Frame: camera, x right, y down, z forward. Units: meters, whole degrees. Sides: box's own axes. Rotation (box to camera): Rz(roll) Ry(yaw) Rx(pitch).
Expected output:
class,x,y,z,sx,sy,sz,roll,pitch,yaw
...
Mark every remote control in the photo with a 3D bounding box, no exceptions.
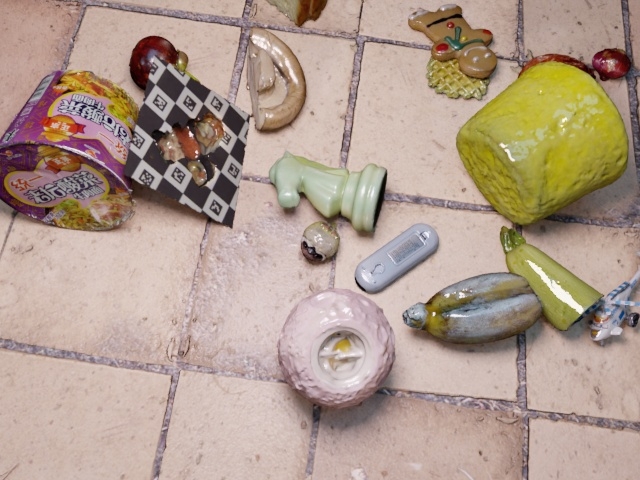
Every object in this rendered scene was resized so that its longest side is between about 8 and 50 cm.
class,x,y,z,sx,sy,sz,roll,pitch,yaw
remote control,0.190,0.041,1.529,0.244,0.047,0.087,-35,77,-14

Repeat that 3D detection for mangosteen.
class,x,y,z,sx,sy,sz,roll,pitch,yaw
mangosteen,-0.413,-0.464,1.639,0.181,0.146,0.156,8,66,0

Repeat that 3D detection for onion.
class,x,y,z,sx,sy,sz,roll,pitch,yaw
onion,0.824,-0.499,1.757,0.107,0.097,0.107,8,31,-5

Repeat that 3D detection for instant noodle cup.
class,x,y,z,sx,sy,sz,roll,pitch,yaw
instant noodle cup,-0.577,-0.217,1.461,0.340,0.340,0.266,6,57,-1

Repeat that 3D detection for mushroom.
class,x,y,z,sx,sy,sz,roll,pitch,yaw
mushroom,-0.113,-0.429,1.650,0.151,0.156,0.286,-5,80,-18

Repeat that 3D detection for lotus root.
class,x,y,z,sx,sy,sz,roll,pitch,yaw
lotus root,0.348,0.168,1.441,0.322,0.140,0.158,-12,52,-2

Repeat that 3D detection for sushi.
class,x,y,z,sx,sy,sz,roll,pitch,yaw
sushi,-0.334,-0.232,1.534,0.320,0.069,0.339,27,61,-42

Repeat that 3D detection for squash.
class,x,y,z,sx,sy,sz,roll,pitch,yaw
squash,0.529,0.089,1.511,0.137,0.137,0.287,-36,61,-16

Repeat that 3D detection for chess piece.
class,x,y,z,sx,sy,sz,roll,pitch,yaw
chess piece,0.008,-0.130,1.534,0.298,0.176,0.176,15,68,11

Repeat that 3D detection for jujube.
class,x,y,z,sx,sy,sz,roll,pitch,yaw
jujube,0.651,-0.425,1.689,0.236,0.168,0.168,-8,68,-27

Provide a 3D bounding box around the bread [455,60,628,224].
class,x,y,z,sx,sy,sz,roll,pitch,yaw
bread,0.529,-0.220,1.503,0.308,0.348,0.348,-37,75,-10

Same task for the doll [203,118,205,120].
class,x,y,z,sx,sy,sz,roll,pitch,yaw
doll,-0.355,-0.321,1.626,0.179,0.089,0.102,-6,67,-31

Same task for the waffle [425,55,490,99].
class,x,y,z,sx,sy,sz,roll,pitch,yaw
waffle,0.388,-0.470,1.746,0.183,0.036,0.169,15,66,5

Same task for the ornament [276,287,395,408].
class,x,y,z,sx,sy,sz,roll,pitch,yaw
ornament,0.033,0.229,1.345,0.259,0.225,0.259,0,90,-6

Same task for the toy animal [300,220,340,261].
class,x,y,z,sx,sy,sz,roll,pitch,yaw
toy animal,0.000,0.000,1.525,0.098,0.137,0.098,4,107,13

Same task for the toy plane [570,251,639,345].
class,x,y,z,sx,sy,sz,roll,pitch,yaw
toy plane,0.729,0.139,1.515,0.182,0.107,0.273,-3,37,41

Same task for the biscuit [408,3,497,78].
class,x,y,z,sx,sy,sz,roll,pitch,yaw
biscuit,0.393,-0.573,1.756,0.197,0.049,0.301,-23,62,-12

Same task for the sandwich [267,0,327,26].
class,x,y,z,sx,sy,sz,roll,pitch,yaw
sandwich,-0.112,-0.798,1.728,0.325,0.262,0.131,41,67,12
